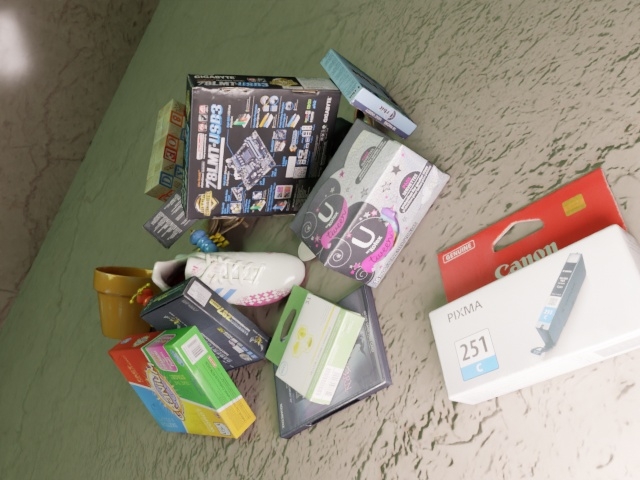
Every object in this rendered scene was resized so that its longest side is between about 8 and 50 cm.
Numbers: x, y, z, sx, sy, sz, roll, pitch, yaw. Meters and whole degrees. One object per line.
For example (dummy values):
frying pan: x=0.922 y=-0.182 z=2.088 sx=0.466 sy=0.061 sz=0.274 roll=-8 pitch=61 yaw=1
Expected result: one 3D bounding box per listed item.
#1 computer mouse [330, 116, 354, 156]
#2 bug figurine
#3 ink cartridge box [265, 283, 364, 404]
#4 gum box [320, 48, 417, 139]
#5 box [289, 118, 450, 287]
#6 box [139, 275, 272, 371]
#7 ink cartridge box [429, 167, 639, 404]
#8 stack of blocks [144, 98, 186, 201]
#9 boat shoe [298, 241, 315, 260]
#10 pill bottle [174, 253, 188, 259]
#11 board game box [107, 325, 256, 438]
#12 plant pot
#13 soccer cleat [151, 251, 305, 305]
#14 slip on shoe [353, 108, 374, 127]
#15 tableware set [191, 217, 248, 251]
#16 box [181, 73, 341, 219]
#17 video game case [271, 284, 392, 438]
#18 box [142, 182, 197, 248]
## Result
computer mouse: x=0.004 y=-0.201 z=1.303 sx=0.184 sy=0.060 sz=0.262 roll=-59 pitch=37 yaw=8
bug figurine: x=-0.306 y=0.108 z=1.389 sx=0.216 sy=0.072 sz=0.279 roll=37 pitch=81 yaw=19
ink cartridge box: x=-0.035 y=0.183 z=1.104 sx=0.235 sy=0.056 sz=0.171 roll=20 pitch=87 yaw=51
gum box: x=0.094 y=-0.294 z=1.163 sx=0.041 sy=0.157 sz=0.184 roll=-48 pitch=40 yaw=21
box: x=0.084 y=-0.068 z=1.063 sx=0.247 sy=0.142 sz=0.163 roll=-58 pitch=37 yaw=11
box: x=-0.246 y=0.189 z=1.250 sx=0.184 sy=0.233 sz=0.059 roll=-24 pitch=30 yaw=41
ink cartridge box: x=0.285 y=0.059 z=0.811 sx=0.296 sy=0.066 sz=0.260 roll=-34 pitch=48 yaw=35
stack of blocks: x=-0.409 y=-0.251 z=1.744 sx=0.087 sy=0.171 sz=0.296 roll=-23 pitch=55 yaw=42
boat shoe: x=0.000 y=0.000 z=1.216 sx=0.125 sy=0.038 sz=0.046 roll=-47 pitch=68 yaw=35
pill bottle: x=-0.340 y=0.149 z=1.483 sx=0.118 sy=0.118 sz=0.208 roll=-8 pitch=65 yaw=49
board game box: x=-0.311 y=0.311 z=1.270 sx=0.317 sy=0.242 sz=0.064 roll=-16 pitch=19 yaw=46
plant pot: x=-0.554 y=0.182 z=1.679 sx=0.205 sy=0.205 sz=0.187 roll=11 pitch=95 yaw=53
soccer cleat: x=-0.203 y=0.078 z=1.243 sx=0.332 sy=0.143 sz=0.115 roll=-8 pitch=65 yaw=15
slip on shoe: x=0.091 y=-0.205 z=1.177 sx=0.052 sy=0.041 sz=0.135 roll=-3 pitch=88 yaw=20
tableware set: x=-0.260 y=-0.043 z=1.559 sx=0.194 sy=0.039 sz=0.128 roll=-27 pitch=39 yaw=33
box: x=-0.125 y=-0.182 z=1.173 sx=0.073 sy=0.294 sz=0.295 roll=-118 pitch=31 yaw=-48
video game case: x=0.009 y=0.229 z=1.089 sx=0.274 sy=0.026 sz=0.195 roll=-38 pitch=45 yaw=33
box: x=-0.240 y=-0.187 z=1.449 sx=0.395 sy=0.097 sz=0.318 roll=-40 pitch=11 yaw=29
